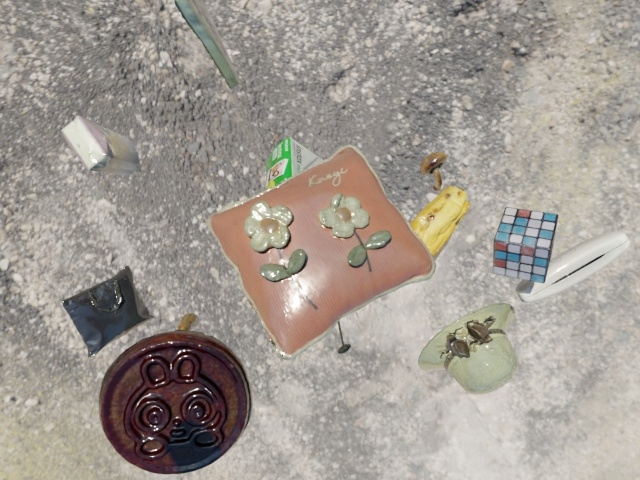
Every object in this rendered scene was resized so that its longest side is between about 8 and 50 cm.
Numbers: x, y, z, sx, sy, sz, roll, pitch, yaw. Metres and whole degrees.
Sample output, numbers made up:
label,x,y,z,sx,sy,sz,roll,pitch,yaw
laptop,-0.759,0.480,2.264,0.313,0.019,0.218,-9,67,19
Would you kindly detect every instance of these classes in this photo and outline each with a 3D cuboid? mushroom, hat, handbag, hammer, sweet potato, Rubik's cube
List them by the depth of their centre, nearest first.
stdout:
label,x,y,z,sx,sy,sz,roll,pitch,yaw
Rubik's cube,0.367,0.008,0.861,0.092,0.092,0.092,-59,147,-34
hammer,0.036,0.161,0.915,0.029,0.123,0.014,-32,131,19
hat,0.364,0.269,1.079,0.257,0.130,0.257,-18,140,-16
handbag,-0.490,-0.201,1.086,0.095,0.173,0.117,-35,86,7
sweet potato,-0.398,0.248,1.447,0.054,0.182,0.053,-29,91,-5
mushroom,0.345,-0.213,1.475,0.088,0.073,0.129,-31,129,-38
handbag,-0.692,0.227,1.577,0.254,0.088,0.211,-35,111,-47

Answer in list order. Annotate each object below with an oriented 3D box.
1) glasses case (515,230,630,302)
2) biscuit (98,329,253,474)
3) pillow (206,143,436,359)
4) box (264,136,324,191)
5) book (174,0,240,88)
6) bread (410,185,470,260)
label,x,y,z,sx,sy,sz,roll,pitch,yaw
glasses case,0.504,0.054,0.965,0.233,0.092,0.059,-34,88,10
biscuit,-0.386,0.441,1.286,0.407,0.091,0.407,-1,99,-7
pillow,0.000,0.000,0.462,0.179,0.171,0.075,-28,160,-12
box,-0.016,-0.118,1.159,0.250,0.180,0.103,29,127,-33
book,-0.283,-0.521,0.979,0.043,0.371,0.260,-28,159,3
bread,0.275,-0.008,1.207,0.235,0.099,0.210,-45,165,-23
